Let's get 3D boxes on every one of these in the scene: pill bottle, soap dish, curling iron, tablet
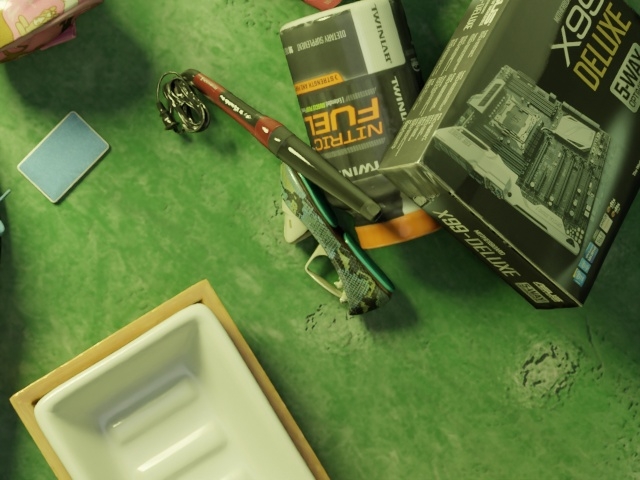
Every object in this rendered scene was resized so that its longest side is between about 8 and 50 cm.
[{"bbox_3d":[0.051,-0.117,1.853,0.130,0.130,0.246,-17,95,-10],"label":"pill bottle"},{"bbox_3d":[-0.140,0.218,1.832,0.229,0.118,0.291,-32,97,-9],"label":"soap dish"},{"bbox_3d":[-0.052,-0.092,1.827,0.274,0.035,0.068,30,98,17],"label":"curling iron"},{"bbox_3d":[-0.262,-0.085,1.856,0.054,0.006,0.083,45,83,-9],"label":"tablet"}]

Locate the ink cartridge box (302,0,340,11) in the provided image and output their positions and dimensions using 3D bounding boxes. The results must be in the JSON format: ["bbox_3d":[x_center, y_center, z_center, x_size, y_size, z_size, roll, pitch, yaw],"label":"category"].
[{"bbox_3d":[-0.068,-0.386,1.827,0.283,0.117,0.207,25,86,-10],"label":"ink cartridge box"}]

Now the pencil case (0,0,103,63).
[{"bbox_3d":[-0.364,-0.347,1.745,0.167,0.160,0.386,-37,100,-40],"label":"pencil case"}]

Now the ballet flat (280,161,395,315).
[{"bbox_3d":[0.000,0.000,1.883,0.070,0.070,0.188,-37,94,-8],"label":"ballet flat"}]

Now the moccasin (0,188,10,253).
[{"bbox_3d":[-0.361,0.028,1.783,0.137,0.117,0.342,-10,94,-11],"label":"moccasin"}]

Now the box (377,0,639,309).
[{"bbox_3d":[0.226,-0.123,1.845,0.242,0.076,0.307,40,66,-23],"label":"box"}]
